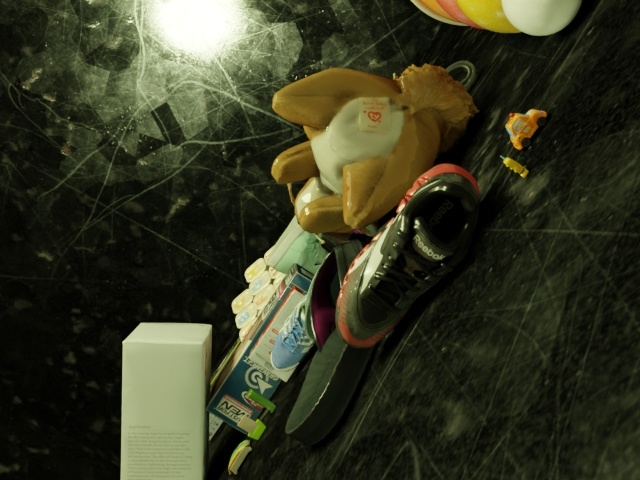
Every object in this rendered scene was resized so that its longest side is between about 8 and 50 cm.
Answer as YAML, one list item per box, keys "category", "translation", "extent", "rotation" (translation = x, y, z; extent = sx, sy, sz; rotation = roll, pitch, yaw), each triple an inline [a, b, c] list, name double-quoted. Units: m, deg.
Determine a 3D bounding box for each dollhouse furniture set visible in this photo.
- category: "dollhouse furniture set"
  translation: [-0.150, 0.365, 1.382]
  extent: [0.152, 0.058, 0.076]
  rotation: [-57, 6, -8]

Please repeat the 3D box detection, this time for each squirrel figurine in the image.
- category: "squirrel figurine"
  translation: [0.104, -0.149, 1.370]
  extent: [0.397, 0.281, 0.370]
  rotation: [-35, -17, -17]

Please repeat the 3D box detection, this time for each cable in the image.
- category: "cable"
  translation: [0.219, -0.273, 1.569]
  extent: [0.287, 0.139, 0.072]
  rotation: [-51, -34, -1]

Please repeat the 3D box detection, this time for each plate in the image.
- category: "plate"
  translation: [0.016, 0.085, 1.259]
  extent: [0.188, 0.024, 0.188]
  rotation: [-47, -31, -41]

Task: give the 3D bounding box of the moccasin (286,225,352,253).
- category: "moccasin"
  translation: [0.004, -0.047, 1.947]
  extent: [0.147, 0.139, 0.380]
  rotation: [-57, 6, -14]

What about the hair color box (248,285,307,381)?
- category: "hair color box"
  translation: [-0.061, 0.187, 1.451]
  extent: [0.167, 0.093, 0.053]
  rotation: [-56, 5, 3]

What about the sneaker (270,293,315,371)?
- category: "sneaker"
  translation: [-0.036, 0.159, 1.366]
  extent: [0.211, 0.080, 0.081]
  rotation: [-57, -20, 12]

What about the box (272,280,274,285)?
- category: "box"
  translation: [-0.090, 0.138, 1.898]
  extent: [0.102, 0.101, 0.087]
  rotation: [-60, 7, -16]

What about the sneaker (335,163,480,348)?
- category: "sneaker"
  translation: [0.108, 0.025, 0.911]
  extent: [0.276, 0.097, 0.135]
  rotation: [-55, 4, 6]

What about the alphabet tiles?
- category: "alphabet tiles"
  translation: [-0.111, 0.123, 1.808]
  extent: [0.278, 0.021, 0.284]
  rotation: [-40, 38, 12]

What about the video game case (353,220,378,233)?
- category: "video game case"
  translation: [0.089, -0.111, 1.678]
  extent: [0.232, 0.042, 0.210]
  rotation: [5, 59, 58]

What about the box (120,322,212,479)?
- category: "box"
  translation: [-0.327, 0.366, 1.557]
  extent: [0.215, 0.168, 0.345]
  rotation: [-141, 54, -84]

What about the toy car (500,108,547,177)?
- category: "toy car"
  translation: [0.248, -0.129, 0.885]
  extent: [0.060, 0.040, 0.122]
  rotation: [-53, 7, 31]

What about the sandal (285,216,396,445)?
- category: "sandal"
  translation: [0.037, 0.093, 1.086]
  extent: [0.167, 0.107, 0.446]
  rotation: [-51, 8, 43]

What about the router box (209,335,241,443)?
- category: "router box"
  translation: [-0.229, 0.359, 1.948]
  extent: [0.309, 0.081, 0.243]
  rotation: [-56, 6, 11]

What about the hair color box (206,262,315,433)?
- category: "hair color box"
  translation: [-0.108, 0.226, 1.570]
  extent: [0.347, 0.105, 0.174]
  rotation: [-57, 5, 2]

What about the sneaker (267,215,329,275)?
- category: "sneaker"
  translation: [0.000, 0.000, 1.649]
  extent: [0.256, 0.151, 0.094]
  rotation: [-52, 14, 38]

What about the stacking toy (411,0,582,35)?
- category: "stacking toy"
  translation: [0.323, -0.461, 1.224]
  extent: [0.351, 0.350, 0.480]
  rotation: [-53, 26, 30]
